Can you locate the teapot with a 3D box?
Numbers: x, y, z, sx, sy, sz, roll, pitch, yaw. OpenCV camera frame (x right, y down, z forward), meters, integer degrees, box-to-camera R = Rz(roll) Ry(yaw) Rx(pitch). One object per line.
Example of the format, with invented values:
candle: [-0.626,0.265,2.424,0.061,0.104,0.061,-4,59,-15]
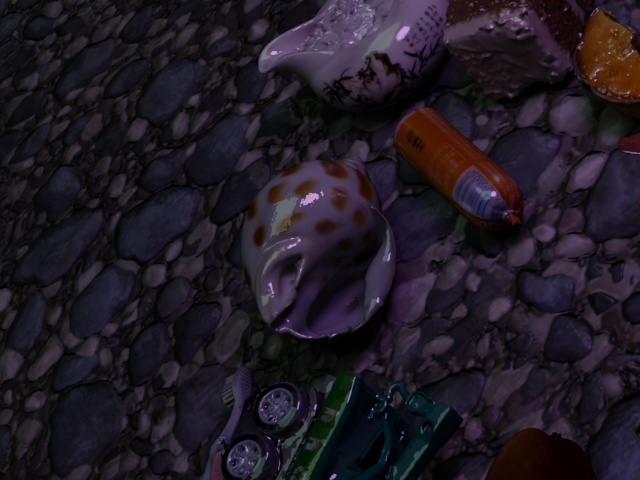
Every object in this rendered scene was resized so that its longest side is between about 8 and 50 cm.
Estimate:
teapot: [0.077,-0.277,1.919,0.300,0.166,0.208,-43,25,23]

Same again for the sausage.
sausage: [0.163,-0.074,1.725,0.071,0.071,0.234,-45,38,4]

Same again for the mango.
mango: [0.202,0.288,1.346,0.133,0.111,0.267,-17,44,12]

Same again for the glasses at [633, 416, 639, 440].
glasses: [0.371,0.189,1.289,0.190,0.088,0.220,-30,42,21]

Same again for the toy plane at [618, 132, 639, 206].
toy plane: [0.437,-0.046,1.413,0.223,0.104,0.326,-27,38,-19]

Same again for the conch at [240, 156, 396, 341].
conch: [0.000,0.000,1.753,0.275,0.183,0.149,-63,7,-20]

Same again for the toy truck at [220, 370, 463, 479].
toy truck: [-0.013,0.294,1.506,0.178,0.176,0.363,17,70,40]

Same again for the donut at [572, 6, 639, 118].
donut: [0.363,-0.192,1.635,0.181,0.078,0.146,-6,55,33]

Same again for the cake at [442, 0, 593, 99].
cake: [0.228,-0.261,1.772,0.135,0.134,0.147,-10,45,41]

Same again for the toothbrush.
toothbrush: [-0.116,0.258,1.666,0.037,0.028,0.375,-33,23,25]
